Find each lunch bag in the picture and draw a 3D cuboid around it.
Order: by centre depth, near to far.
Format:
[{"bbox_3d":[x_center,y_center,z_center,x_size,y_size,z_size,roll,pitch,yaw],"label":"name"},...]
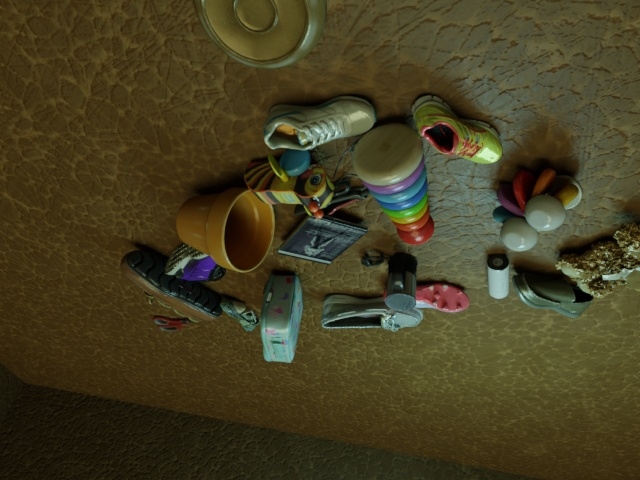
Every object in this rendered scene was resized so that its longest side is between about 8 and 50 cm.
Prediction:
[{"bbox_3d":[-0.126,0.252,1.387,0.108,0.224,0.279,6,142,6],"label":"lunch bag"}]

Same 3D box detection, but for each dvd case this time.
[{"bbox_3d":[0.000,0.000,1.173,0.164,0.018,0.221,14,148,-24],"label":"dvd case"}]

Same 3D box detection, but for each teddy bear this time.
[{"bbox_3d":[0.739,0.040,1.028,0.245,0.113,0.338,28,146,-9],"label":"teddy bear"}]

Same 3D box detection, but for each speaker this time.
[{"bbox_3d":[0.479,0.099,1.185,0.055,0.055,0.136,-5,139,20],"label":"speaker"}]

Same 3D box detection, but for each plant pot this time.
[{"bbox_3d":[-0.108,-0.394,0.744,0.236,0.032,0.236,7,142,6],"label":"plant pot"},{"bbox_3d":[-0.249,-0.037,1.103,0.188,0.205,0.205,10,144,27],"label":"plant pot"}]

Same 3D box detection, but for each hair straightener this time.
[{"bbox_3d":[0.024,-0.102,1.052,0.230,0.047,0.089,-15,134,37],"label":"hair straightener"}]

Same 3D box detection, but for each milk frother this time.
[{"bbox_3d":[0.185,0.107,1.203,0.143,0.135,0.129,-16,133,30],"label":"milk frother"}]

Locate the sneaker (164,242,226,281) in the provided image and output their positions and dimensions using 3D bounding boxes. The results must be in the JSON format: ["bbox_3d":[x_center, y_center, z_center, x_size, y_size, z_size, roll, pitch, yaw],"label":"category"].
[{"bbox_3d":[-0.329,0.056,1.308,0.293,0.102,0.146,-22,135,41],"label":"sneaker"}]

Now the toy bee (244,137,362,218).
[{"bbox_3d":[-0.041,-0.124,0.944,0.298,0.162,0.195,-22,140,40],"label":"toy bee"}]

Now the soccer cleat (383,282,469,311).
[{"bbox_3d":[0.311,0.169,1.310,0.248,0.083,0.095,2,170,4],"label":"soccer cleat"}]

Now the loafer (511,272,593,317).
[{"bbox_3d":[0.621,0.132,1.174,0.251,0.094,0.087,16,137,-21],"label":"loafer"}]

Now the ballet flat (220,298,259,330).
[{"bbox_3d":[-0.282,0.255,1.571,0.070,0.070,0.188,-10,138,25],"label":"ballet flat"}]

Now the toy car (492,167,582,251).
[{"bbox_3d":[0.440,-0.077,0.929,0.136,0.159,0.182,46,142,13],"label":"toy car"}]

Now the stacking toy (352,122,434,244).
[{"bbox_3d":[0.185,-0.097,0.962,0.141,0.141,0.330,-8,149,22],"label":"stacking toy"}]

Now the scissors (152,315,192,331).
[{"bbox_3d":[-0.535,0.327,1.748,0.297,0.021,0.109,-6,136,19],"label":"scissors"}]

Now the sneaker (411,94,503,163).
[{"bbox_3d":[0.264,-0.192,0.850,0.208,0.094,0.081,22,139,-15],"label":"sneaker"}]

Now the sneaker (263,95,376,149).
[{"bbox_3d":[-0.002,-0.225,0.877,0.228,0.092,0.087,-3,138,16],"label":"sneaker"}]

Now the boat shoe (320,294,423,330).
[{"bbox_3d":[0.163,0.244,1.402,0.320,0.103,0.118,6,141,7],"label":"boat shoe"}]

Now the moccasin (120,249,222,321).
[{"bbox_3d":[-0.497,0.162,1.453,0.147,0.139,0.380,-24,140,24],"label":"moccasin"}]
